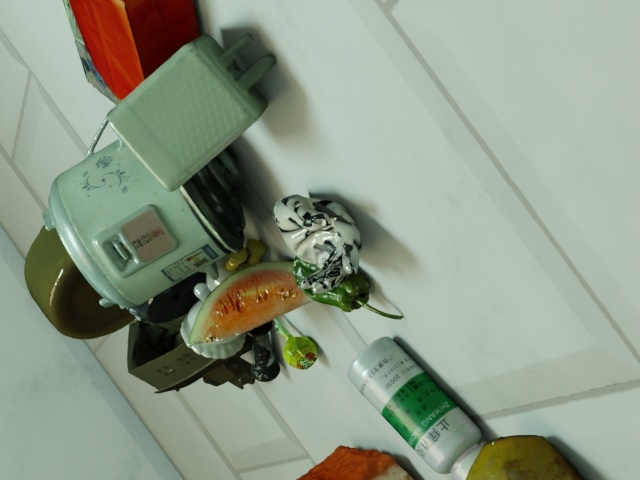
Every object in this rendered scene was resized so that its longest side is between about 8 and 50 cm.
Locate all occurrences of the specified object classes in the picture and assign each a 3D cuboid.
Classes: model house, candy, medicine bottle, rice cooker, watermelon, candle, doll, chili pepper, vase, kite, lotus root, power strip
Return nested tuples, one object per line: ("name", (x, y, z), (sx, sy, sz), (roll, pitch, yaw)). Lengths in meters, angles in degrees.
("model house", (-0.224, 0.202, 2.428), (0.243, 0.211, 0.204), (36, -144, -35))
("candy", (-0.070, 0.150, 2.186), (0.194, 0.058, 0.062), (53, -168, 30))
("medicine bottle", (0.155, 0.258, 1.810), (0.260, 0.095, 0.095), (44, 156, 21))
("rice cooker", (-0.261, -0.052, 1.950), (0.317, 0.316, 0.264), (61, -177, -17))
("watermelon", (-0.106, 0.099, 1.997), (0.119, 0.245, 0.063), (-92, -21, -51))
("candle", (-0.327, -0.036, 2.202), (0.342, 0.221, 0.221), (51, 158, 15))
("doll", (-0.165, 0.106, 2.151), (0.119, 0.138, 0.293), (58, 145, 31))
("chili pepper", (0.026, 0.065, 1.828), (0.204, 0.073, 0.072), (27, 132, 47))
("vase", (-0.110, 0.199, 2.311), (0.059, 0.059, 0.167), (41, 155, 30))
("kite", (-0.369, -0.311, 2.158), (0.335, 0.011, 0.314), (56, 158, -7))
("lotus root", (0.281, 0.347, 1.637), (0.188, 0.199, 0.180), (-17, 74, 31))
("power strip", (-0.157, -0.194, 1.677), (0.139, 0.224, 0.140), (49, -168, -7))

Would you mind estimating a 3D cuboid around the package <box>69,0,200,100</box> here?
("package", (-0.268, -0.338, 1.760), (0.196, 0.123, 0.423), (40, 156, 27))

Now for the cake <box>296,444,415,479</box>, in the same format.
("cake", (0.071, 0.555, 2.177), (0.319, 0.269, 0.270), (55, 159, -5))

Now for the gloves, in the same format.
("gloves", (0.007, 0.000, 1.721), (0.212, 0.111, 0.127), (31, 125, 50))

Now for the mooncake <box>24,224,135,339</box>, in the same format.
("mooncake", (-0.467, 0.056, 2.541), (0.155, 0.284, 0.284), (38, 153, 35))
